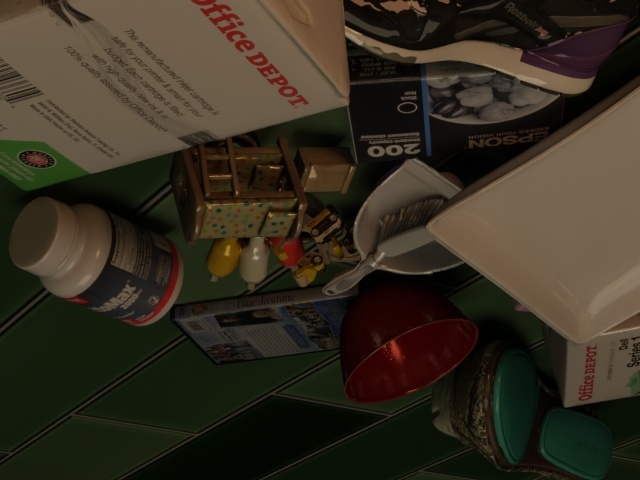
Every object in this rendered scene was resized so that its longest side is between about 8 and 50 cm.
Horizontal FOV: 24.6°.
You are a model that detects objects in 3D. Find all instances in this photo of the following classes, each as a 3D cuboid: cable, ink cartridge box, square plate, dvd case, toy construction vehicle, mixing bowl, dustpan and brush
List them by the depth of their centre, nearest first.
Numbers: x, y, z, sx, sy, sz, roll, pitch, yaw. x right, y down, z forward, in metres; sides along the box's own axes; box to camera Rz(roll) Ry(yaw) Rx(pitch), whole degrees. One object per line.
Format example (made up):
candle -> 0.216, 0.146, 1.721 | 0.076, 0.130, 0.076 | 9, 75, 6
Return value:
ink cartridge box -> -0.148, -0.156, 1.047 | 0.289, 0.122, 0.211 | -13, 153, 21
ink cartridge box -> 0.129, -0.122, 1.412 | 0.206, 0.045, 0.208 | -5, 156, 5
square plate -> 0.323, -0.049, 1.478 | 0.347, 0.049, 0.344 | -34, 140, 19
cable -> -0.062, -0.033, 1.549 | 0.139, 0.072, 0.287 | -7, 154, -2
dustpan and brush -> 0.075, 0.005, 1.567 | 0.147, 0.060, 0.211 | 32, 143, -26
toy construction vehicle -> 0.000, 0.000, 1.592 | 0.098, 0.035, 0.086 | -39, 150, -2
ink cartridge box -> 0.414, 0.091, 1.755 | 0.278, 0.117, 0.201 | -10, 149, 2
mixing bowl -> 0.093, 0.112, 1.809 | 0.181, 0.098, 0.181 | -20, 150, -12
dvd case -> -0.048, 0.111, 1.911 | 0.253, 0.022, 0.180 | -9, 155, 12

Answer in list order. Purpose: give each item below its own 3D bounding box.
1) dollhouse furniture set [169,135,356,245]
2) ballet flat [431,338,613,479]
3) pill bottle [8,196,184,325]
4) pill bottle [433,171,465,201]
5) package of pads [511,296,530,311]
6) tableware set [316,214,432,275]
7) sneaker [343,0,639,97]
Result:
dollhouse furniture set -> -0.034, -0.079, 1.392 | 0.181, 0.101, 0.161 | -2, 140, -20
ballet flat -> 0.265, 0.256, 2.119 | 0.182, 0.164, 0.483 | 6, 164, 33
pill bottle -> -0.247, 0.020, 1.605 | 0.108, 0.108, 0.180 | -21, 149, 34
pill bottle -> 0.117, -0.039, 1.584 | 0.043, 0.043, 0.083 | 13, 151, -29
package of pads -> 0.278, 0.063, 1.826 | 0.050, 0.032, 0.083 | 4, 154, -19
tableware set -> 0.081, 0.002, 1.695 | 0.168, 0.020, 0.141 | 2, 154, -10
sneaker -> 0.130, -0.211, 1.191 | 0.283, 0.107, 0.124 | 7, 139, -27
